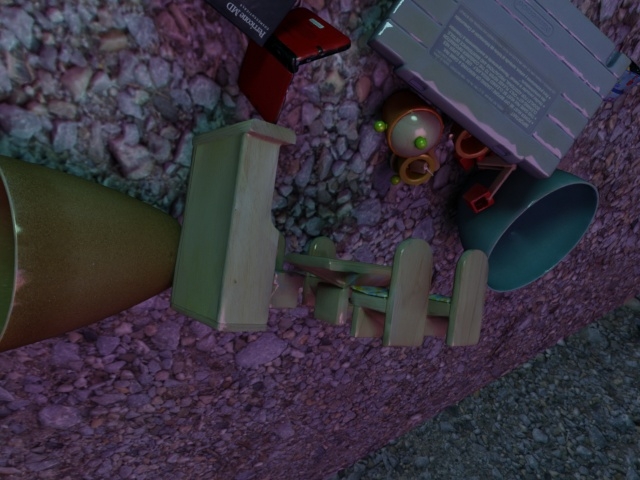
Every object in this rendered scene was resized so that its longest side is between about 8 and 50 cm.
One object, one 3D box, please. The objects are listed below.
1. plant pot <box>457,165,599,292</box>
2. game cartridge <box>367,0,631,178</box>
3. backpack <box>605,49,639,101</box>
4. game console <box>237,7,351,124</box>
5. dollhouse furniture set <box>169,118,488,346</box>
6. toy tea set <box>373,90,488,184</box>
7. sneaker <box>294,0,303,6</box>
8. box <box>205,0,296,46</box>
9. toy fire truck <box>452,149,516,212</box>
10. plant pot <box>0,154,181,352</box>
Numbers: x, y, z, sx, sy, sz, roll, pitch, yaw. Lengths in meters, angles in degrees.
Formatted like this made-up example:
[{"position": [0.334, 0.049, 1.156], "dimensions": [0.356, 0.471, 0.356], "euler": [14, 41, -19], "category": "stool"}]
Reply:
[{"position": [0.418, -0.056, 1.050], "dimensions": [0.290, 0.195, 0.290], "euler": [-18, 135, -19], "category": "plant pot"}, {"position": [0.268, -0.277, 0.711], "dimensions": [0.355, 0.068, 0.230], "euler": [33, 99, -16], "category": "game cartridge"}, {"position": [0.488, -0.308, 0.880], "dimensions": [0.158, 0.173, 0.116], "euler": [2, 127, -35], "category": "backpack"}, {"position": [-0.041, -0.233, 0.629], "dimensions": [0.124, 0.144, 0.085], "euler": [-23, 138, -14], "category": "game console"}, {"position": [0.000, 0.000, 0.741], "dimensions": [0.394, 0.362, 0.256], "euler": [9, 88, -38], "category": "dollhouse furniture set"}, {"position": [0.258, -0.200, 0.812], "dimensions": [0.336, 0.124, 0.200], "euler": [-26, 132, 13], "category": "toy tea set"}, {"position": [-0.020, -0.349, 0.625], "dimensions": [0.037, 0.032, 0.083], "euler": [3, 132, -52], "category": "sneaker"}, {"position": [-0.088, -0.342, 0.537], "dimensions": [0.158, 0.093, 0.156], "euler": [-48, 137, 16], "category": "box"}, {"position": [0.341, -0.161, 0.949], "dimensions": [0.192, 0.135, 0.047], "euler": [-42, 138, 8], "category": "toy fire truck"}, {"position": [-0.322, 0.018, 0.644], "dimensions": [0.254, 0.237, 0.237], "euler": [2, 128, -53], "category": "plant pot"}]
